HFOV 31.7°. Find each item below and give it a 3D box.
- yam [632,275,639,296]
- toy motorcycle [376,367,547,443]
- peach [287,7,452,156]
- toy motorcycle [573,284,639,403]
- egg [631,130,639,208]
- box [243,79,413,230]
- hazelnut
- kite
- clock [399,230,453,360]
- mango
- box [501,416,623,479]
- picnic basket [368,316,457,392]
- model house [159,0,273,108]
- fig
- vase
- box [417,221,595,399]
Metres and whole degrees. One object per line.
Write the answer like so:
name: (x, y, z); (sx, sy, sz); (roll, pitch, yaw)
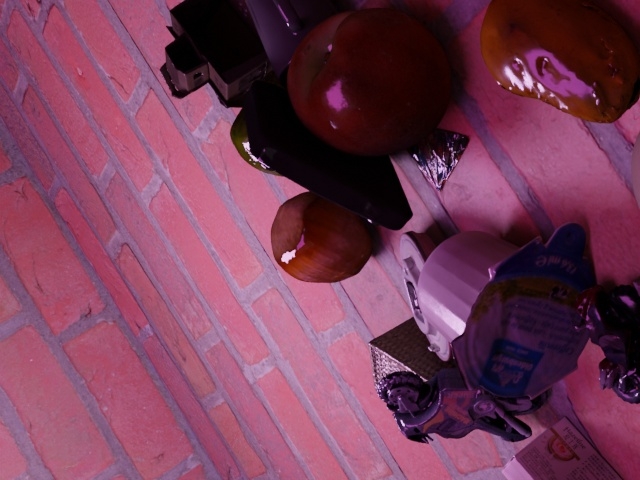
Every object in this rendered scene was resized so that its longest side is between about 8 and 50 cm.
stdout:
yam: (0.501, 0.106, 1.576); (0.079, 0.079, 0.141); (-21, 95, 62)
toy motorcycle: (0.242, 0.289, 1.979); (0.108, 0.307, 0.173); (-95, 13, -47)
peach: (0.080, -0.245, 1.776); (0.252, 0.252, 0.252); (39, 146, 34)
toy motorcycle: (0.443, 0.152, 1.709); (0.122, 0.082, 0.213); (25, 135, 46)
egg: (0.486, -0.062, 1.292); (0.269, 0.219, 0.219); (31, 143, 18)
box: (0.008, -0.142, 1.882); (0.073, 0.290, 0.289); (-56, 21, 20)
hazelnut: (0.000, 0.000, 2.198); (0.214, 0.176, 0.214); (29, 164, 9)
kite: (0.175, -0.167, 1.920); (0.232, 0.009, 0.189); (17, 131, 52)
clock: (0.190, 0.099, 2.011); (0.244, 0.056, 0.244); (164, 90, -84)
mango: (0.310, -0.243, 1.477); (0.248, 0.151, 0.156); (47, 116, 29)
box: (0.429, 0.422, 1.934); (0.199, 0.135, 0.081); (51, 151, 18)
picnic basket: (0.208, 0.266, 2.150); (0.196, 0.134, 0.154); (29, 136, 43)
model house: (-0.209, -0.346, 2.208); (0.211, 0.204, 0.243); (54, 168, 11)
fig: (-0.042, -0.192, 2.108); (0.235, 0.203, 0.203); (39, 158, -19)
vase: (-0.064, -0.419, 1.928); (0.300, 0.156, 0.251); (62, -173, 10)
box: (0.280, 0.075, 1.782); (0.206, 0.262, 0.291); (35, 111, 56)
